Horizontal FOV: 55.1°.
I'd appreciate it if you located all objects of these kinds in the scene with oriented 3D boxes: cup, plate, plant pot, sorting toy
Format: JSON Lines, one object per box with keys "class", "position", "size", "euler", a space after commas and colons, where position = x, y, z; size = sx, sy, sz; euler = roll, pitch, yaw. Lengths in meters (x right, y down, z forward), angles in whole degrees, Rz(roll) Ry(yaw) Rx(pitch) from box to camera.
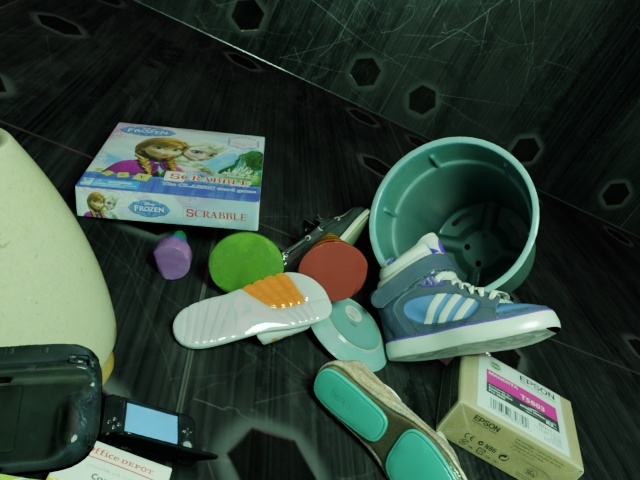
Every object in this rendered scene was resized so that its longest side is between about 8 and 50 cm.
{"class": "cup", "position": [-0.388, 0.014, 0.621], "size": [0.331, 0.237, 0.331], "euler": [4, 27, -2]}
{"class": "plate", "position": [0.056, 0.157, 1.130], "size": [0.188, 0.024, 0.188], "euler": [29, 30, -19]}
{"class": "plant pot", "position": [0.329, -0.011, 1.367], "size": [0.341, 0.341, 0.334], "euler": [44, 9, 28]}
{"class": "sorting toy", "position": [-0.104, 0.017, 1.090], "size": [0.366, 0.127, 0.126], "euler": [4, 30, -5]}

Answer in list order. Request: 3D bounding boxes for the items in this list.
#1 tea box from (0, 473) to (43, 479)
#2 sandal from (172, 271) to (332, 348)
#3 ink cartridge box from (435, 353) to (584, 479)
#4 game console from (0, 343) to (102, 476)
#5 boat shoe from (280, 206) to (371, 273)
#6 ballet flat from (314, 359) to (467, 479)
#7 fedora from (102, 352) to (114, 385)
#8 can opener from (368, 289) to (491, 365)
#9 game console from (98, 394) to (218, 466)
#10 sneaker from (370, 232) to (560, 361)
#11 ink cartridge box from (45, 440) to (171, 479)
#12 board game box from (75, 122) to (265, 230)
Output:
{"class": "tea box", "position": [-0.211, 0.299, 0.298], "size": [0.324, 0.329, 0.220], "euler": [19, 29, -21]}
{"class": "sandal", "position": [-0.113, 0.124, 1.005], "size": [0.265, 0.076, 0.102], "euler": [-11, 59, -24]}
{"class": "ink cartridge box", "position": [0.332, 0.313, 1.092], "size": [0.235, 0.088, 0.193], "euler": [29, 27, 2]}
{"class": "game console", "position": [-0.346, 0.143, 0.433], "size": [0.361, 0.044, 0.213], "euler": [-1, 57, -15]}
{"class": "boat shoe", "position": [-0.001, 0.003, 1.261], "size": [0.113, 0.127, 0.340], "euler": [30, 43, 10]}
{"class": "ballet flat", "position": [0.125, 0.289, 0.915], "size": [0.316, 0.107, 0.106], "euler": [45, 23, 27]}
{"class": "fedora", "position": [-0.325, 0.167, 0.679], "size": [0.194, 0.079, 0.194], "euler": [4, 28, -2]}
{"class": "can opener", "position": [0.222, 0.184, 1.254], "size": [0.280, 0.074, 0.093], "euler": [38, -7, 14]}
{"class": "game console", "position": [-0.191, 0.222, 0.734], "size": [0.122, 0.071, 0.107], "euler": [26, 25, -26]}
{"class": "sneaker", "position": [0.245, 0.082, 1.106], "size": [0.130, 0.323, 0.236], "euler": [24, 56, -50]}
{"class": "ink cartridge box", "position": [-0.228, 0.276, 0.620], "size": [0.115, 0.067, 0.198], "euler": [24, 26, -8]}
{"class": "board game box", "position": [-0.272, -0.135, 1.207], "size": [0.319, 0.066, 0.318], "euler": [5, 30, -7]}
